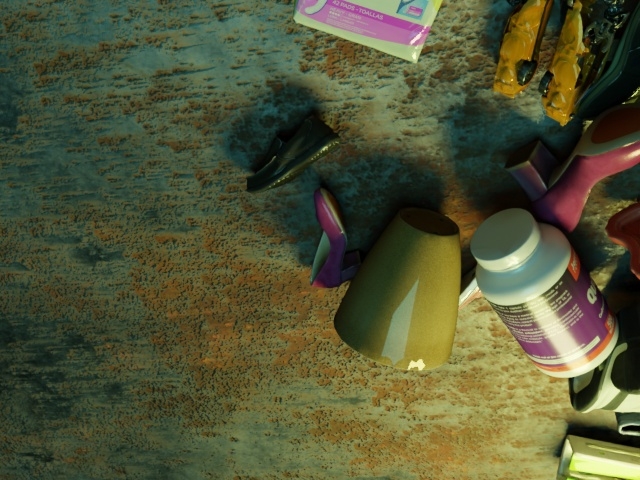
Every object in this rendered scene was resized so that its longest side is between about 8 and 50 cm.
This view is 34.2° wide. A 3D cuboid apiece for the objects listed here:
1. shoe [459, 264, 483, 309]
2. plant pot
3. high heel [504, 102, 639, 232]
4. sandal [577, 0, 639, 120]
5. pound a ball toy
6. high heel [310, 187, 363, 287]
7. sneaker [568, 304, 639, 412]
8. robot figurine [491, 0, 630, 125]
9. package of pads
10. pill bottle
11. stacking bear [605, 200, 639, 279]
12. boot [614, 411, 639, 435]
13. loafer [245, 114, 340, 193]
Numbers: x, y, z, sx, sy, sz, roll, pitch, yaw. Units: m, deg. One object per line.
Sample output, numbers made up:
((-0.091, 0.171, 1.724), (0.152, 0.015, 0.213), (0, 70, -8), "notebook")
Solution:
((0.325, 0.091, 2.036), (0.081, 0.063, 0.178), (32, 121, -11), "shoe")
((0.169, 0.074, 1.971), (0.237, 0.237, 0.254), (14, 114, -2), "plant pot")
((0.485, -0.114, 1.743), (0.181, 0.127, 0.377), (45, 158, -16), "high heel")
((0.506, -0.300, 1.672), (0.120, 0.086, 0.302), (1, 143, -15), "sandal")
((0.697, 0.483, 2.272), (0.319, 0.136, 0.208), (10, 104, 2), "pound a ball toy")
((0.000, 0.000, 2.010), (0.117, 0.082, 0.244), (-17, 138, 9), "high heel")
((0.675, 0.235, 1.990), (0.258, 0.169, 0.447), (5, 160, -9), "sneaker")
((0.374, -0.339, 1.643), (0.211, 0.085, 0.291), (32, 134, 23), "robot figurine")
((0.094, -0.447, 1.619), (0.229, 0.101, 0.296), (18, 129, -6), "package of pads")
((0.404, 0.093, 1.902), (0.182, 0.181, 0.323), (-22, 126, 25), "pill bottle")
((0.668, 0.064, 1.904), (0.164, 0.175, 0.289), (-32, 128, 11), "stacking bear")
((0.715, 0.371, 2.183), (0.190, 0.086, 0.069), (-4, 128, 13), "boot")
((-0.059, -0.158, 1.906), (0.220, 0.080, 0.078), (-32, 85, 31), "loafer")
